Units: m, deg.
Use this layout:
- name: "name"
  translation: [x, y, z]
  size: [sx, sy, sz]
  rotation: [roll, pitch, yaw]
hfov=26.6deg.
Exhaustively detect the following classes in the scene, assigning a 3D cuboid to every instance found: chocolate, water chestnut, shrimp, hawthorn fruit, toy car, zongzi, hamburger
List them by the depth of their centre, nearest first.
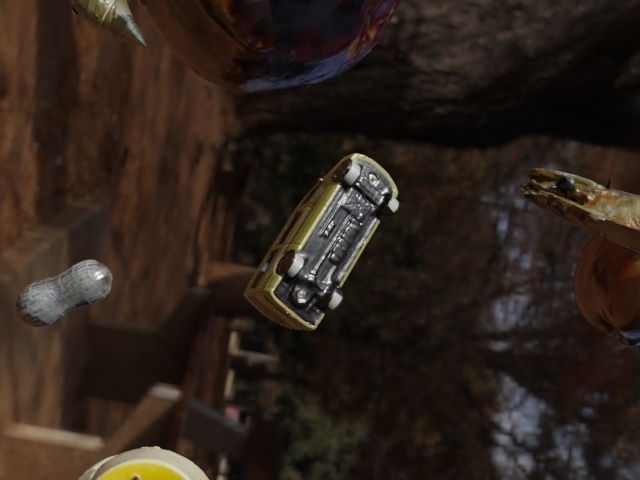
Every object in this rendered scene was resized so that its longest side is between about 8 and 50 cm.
- name: "shrimp"
  translation: [0.341, -0.009, 1.322]
  size: [0.058, 0.296, 0.169]
  rotation: [-68, 168, 8]
- name: "water chestnut"
  translation: [-0.034, -0.316, 1.386]
  size: [0.302, 0.350, 0.350]
  rotation: [12, -88, 59]
- name: "hawthorn fruit"
  translation: [0.429, 0.018, 1.702]
  size: [0.208, 0.208, 0.248]
  rotation: [117, -13, -79]
- name: "hamburger"
  translation: [-0.226, 0.431, 1.883]
  size: [0.295, 0.227, 0.151]
  rotation: [58, -17, 1]
- name: "toy car"
  translation: [0.000, 0.000, 1.898]
  size: [0.124, 0.101, 0.256]
  rotation: [-4, -130, 58]
- name: "chocolate"
  translation: [-0.408, 0.085, 2.147]
  size: [0.072, 0.167, 0.072]
  rotation: [157, -90, -88]
- name: "zongzi"
  translation: [-0.397, -0.451, 2.742]
  size: [0.081, 0.178, 0.189]
  rotation: [-54, 179, 17]
